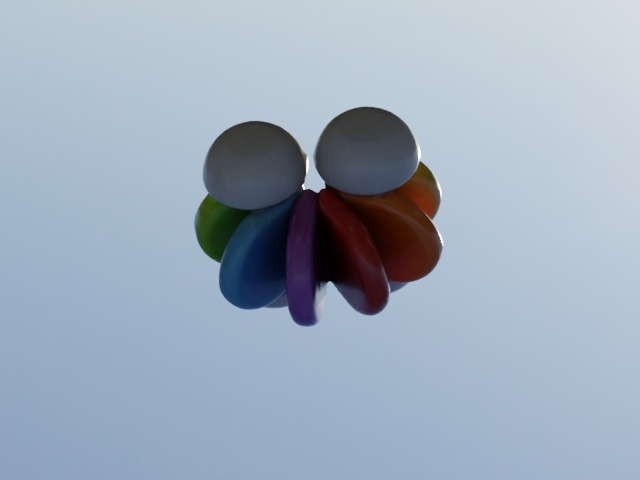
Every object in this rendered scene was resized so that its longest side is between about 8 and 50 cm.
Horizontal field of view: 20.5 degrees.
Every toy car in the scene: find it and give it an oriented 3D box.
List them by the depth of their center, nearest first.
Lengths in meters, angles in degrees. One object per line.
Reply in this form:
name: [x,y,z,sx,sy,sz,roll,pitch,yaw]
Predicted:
toy car: [0.000,0.000,1.269,0.182,0.159,0.136,-7,-133,2]
